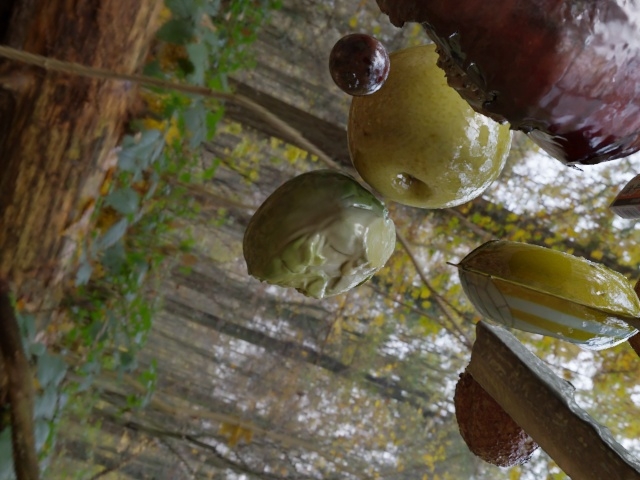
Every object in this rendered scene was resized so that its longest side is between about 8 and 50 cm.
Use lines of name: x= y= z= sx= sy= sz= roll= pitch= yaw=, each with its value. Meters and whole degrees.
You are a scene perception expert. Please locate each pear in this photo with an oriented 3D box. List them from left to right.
pear: x=0.217 y=-0.229 z=1.491 sx=0.348 sy=0.348 sz=0.348 roll=-60 pitch=-164 yaw=29

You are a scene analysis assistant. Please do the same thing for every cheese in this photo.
cheese: x=0.208 y=0.050 z=0.584 sx=0.270 sy=0.177 sz=0.069 roll=18 pitch=-89 yaw=55

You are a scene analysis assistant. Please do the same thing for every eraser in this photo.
eraser: x=0.362 y=-0.049 z=0.812 sx=0.052 sy=0.029 sz=0.122 roll=-50 pitch=-178 yaw=0

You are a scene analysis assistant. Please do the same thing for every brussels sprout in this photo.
brussels sprout: x=0.000 y=0.000 z=1.579 sx=0.344 sy=0.268 sz=0.344 roll=-21 pitch=-145 yaw=16

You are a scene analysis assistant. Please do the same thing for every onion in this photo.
onion: x=0.172 y=-0.179 z=0.544 sx=0.195 sy=0.272 sz=0.272 roll=-43 pitch=-157 yaw=24

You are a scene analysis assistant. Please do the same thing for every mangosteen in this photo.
mangosteen: x=0.050 y=-0.225 z=0.941 sx=0.081 sy=0.081 sz=0.081 roll=-60 pitch=-164 yaw=29

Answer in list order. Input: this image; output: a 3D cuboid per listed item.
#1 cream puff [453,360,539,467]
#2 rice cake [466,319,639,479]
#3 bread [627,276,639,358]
cream puff: x=0.358 y=0.336 z=1.511 sx=0.240 sy=0.164 sz=0.240 roll=-178 pitch=-90 yaw=-88
rice cake: x=0.212 y=0.158 z=0.657 sx=0.256 sy=0.052 sz=0.057 roll=-132 pitch=-142 yaw=-55
bread: x=0.550 y=0.127 z=1.082 sx=0.235 sy=0.099 sz=0.210 roll=92 pitch=-18 yaw=-46
